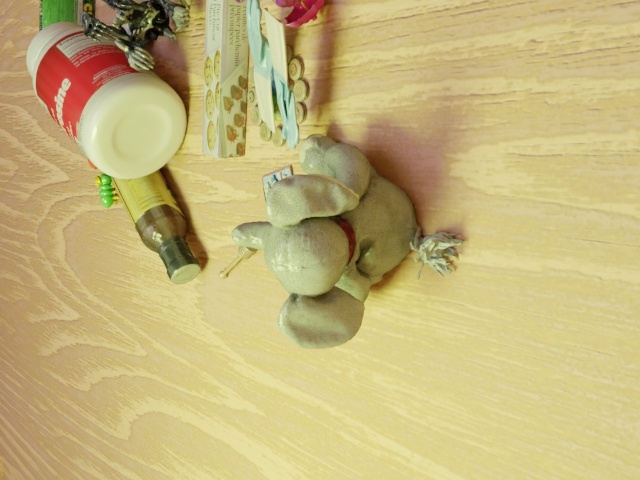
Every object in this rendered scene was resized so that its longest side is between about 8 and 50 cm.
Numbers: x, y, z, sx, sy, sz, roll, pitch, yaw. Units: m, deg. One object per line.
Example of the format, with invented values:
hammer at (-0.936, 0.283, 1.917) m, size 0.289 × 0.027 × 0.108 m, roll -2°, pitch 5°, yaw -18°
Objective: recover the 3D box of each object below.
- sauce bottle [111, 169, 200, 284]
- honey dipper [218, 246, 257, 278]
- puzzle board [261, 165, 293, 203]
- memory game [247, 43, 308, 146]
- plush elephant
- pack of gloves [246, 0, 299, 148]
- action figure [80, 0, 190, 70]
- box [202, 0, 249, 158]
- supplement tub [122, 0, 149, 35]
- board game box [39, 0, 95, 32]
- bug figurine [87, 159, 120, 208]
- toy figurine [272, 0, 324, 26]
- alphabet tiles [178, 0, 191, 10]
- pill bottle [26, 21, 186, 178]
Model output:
sauce bottle at (-0.365, -0.054, 1.693) m, size 0.344 × 0.111 × 0.111 m, roll 59°, pitch 138°, yaw 27°
honey dipper at (-0.170, 0.041, 1.522) m, size 0.161 × 0.030 × 0.030 m, roll -39°, pitch 66°, yaw 51°
puzzle board at (-0.072, -0.063, 1.388) m, size 0.096 × 0.011 × 0.128 m, roll -13°, pitch 86°, yaw 53°
memory game at (-0.079, -0.259, 1.359) m, size 0.186 × 0.012 × 0.186 m, roll 13°, pitch 107°, yaw 51°
plush elephant at (0.000, 0.000, 1.103) m, size 0.330 × 0.255 × 0.272 m, roll 19°, pitch 112°, yaw 49°
pack of gloves at (-0.065, -0.276, 1.247) m, size 0.195 × 0.046 × 0.232 m, roll -128°, pitch 25°, yaw -50°
action figure at (-0.351, -0.423, 1.519) m, size 0.141 × 0.276 × 0.164 m, roll 41°, pitch 109°, yaw 9°
box at (-0.178, -0.317, 1.434) m, size 0.067 × 0.063 × 0.324 m, roll 24°, pitch 115°, yaw 47°
supplement tub at (-0.404, -0.485, 1.693) m, size 0.071 × 0.071 × 0.107 m, roll 61°, pitch 138°, yaw 25°
board game box at (-0.653, -0.493, 1.965) m, size 0.030 × 0.136 × 0.259 m, roll 35°, pitch 123°, yaw 48°
bug figurine at (-0.520, -0.198, 1.900) m, size 0.279 × 0.072 × 0.216 m, roll -16°, pitch 84°, yaw 52°
toy figurine at (-0.064, -0.414, 1.206) m, size 0.130 × 0.173 × 0.159 m, roll -38°, pitch 79°, yaw 31°
alphabet tiles at (-0.349, -0.616, 1.477) m, size 0.285 × 0.011 × 0.342 m, roll 54°, pitch 172°, yaw 32°
pill bottle at (-0.489, -0.327, 1.688) m, size 0.408 × 0.229 × 0.229 m, roll 42°, pitch 128°, yaw 36°
